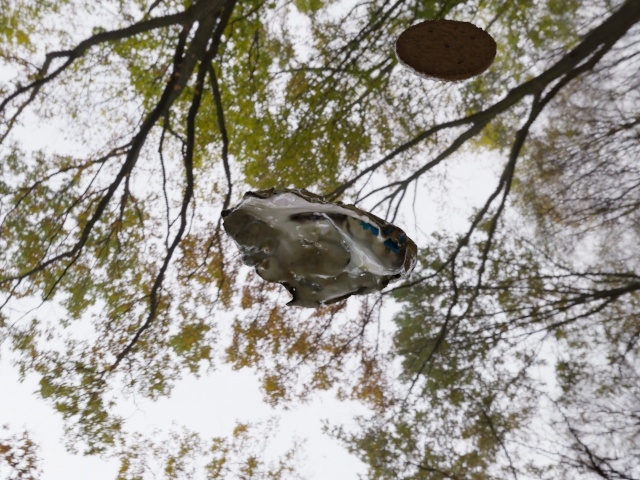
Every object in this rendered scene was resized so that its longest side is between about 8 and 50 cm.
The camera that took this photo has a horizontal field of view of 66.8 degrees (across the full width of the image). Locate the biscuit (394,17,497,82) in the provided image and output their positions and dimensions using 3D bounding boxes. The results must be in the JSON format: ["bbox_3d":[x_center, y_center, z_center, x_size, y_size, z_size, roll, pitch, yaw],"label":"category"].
[{"bbox_3d":[0.233,-0.355,0.907,0.188,0.027,0.187,-2,-127,2],"label":"biscuit"}]

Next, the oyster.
[{"bbox_3d":[0.000,0.000,0.606,0.223,0.214,0.083,59,-155,-44],"label":"oyster"}]
